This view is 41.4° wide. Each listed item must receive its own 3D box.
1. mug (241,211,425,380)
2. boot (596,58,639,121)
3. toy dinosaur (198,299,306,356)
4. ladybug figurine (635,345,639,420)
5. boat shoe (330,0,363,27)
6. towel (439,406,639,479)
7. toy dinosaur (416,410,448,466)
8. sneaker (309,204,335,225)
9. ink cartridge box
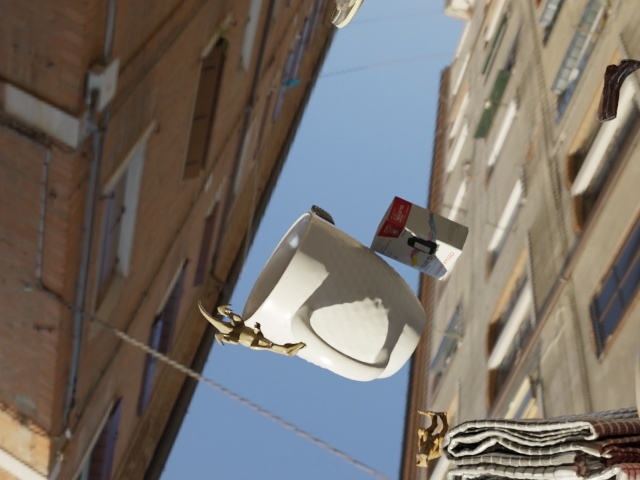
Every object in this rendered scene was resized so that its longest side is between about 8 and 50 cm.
[{"bbox_3d":[0.040,0.157,1.750,0.328,0.276,0.374,32,-159,-11],"label":"mug"},{"bbox_3d":[0.560,-0.277,1.589,0.037,0.114,0.106,15,177,-12],"label":"boot"},{"bbox_3d":[-0.113,0.123,1.138,0.183,0.092,0.053,20,-103,22],"label":"toy dinosaur"},{"bbox_3d":[0.514,0.256,0.911,0.305,0.162,0.449,-14,-129,-11],"label":"ladybug figurine"},{"bbox_3d":[0.043,-0.373,1.258,0.049,0.152,0.056,19,-117,-15],"label":"boat shoe"},{"bbox_3d":[0.349,0.301,1.209,0.235,0.284,0.121,11,-111,-40],"label":"towel"},{"bbox_3d":[0.208,0.359,1.504,0.064,0.112,0.211,-6,170,33],"label":"toy dinosaur"},{"bbox_3d":[0.000,0.000,2.004,0.080,0.081,0.211,30,-160,-22],"label":"sneaker"},{"bbox_3d":[0.212,-0.004,1.821,0.175,0.127,0.072,23,-125,-1],"label":"ink cartridge box"}]
